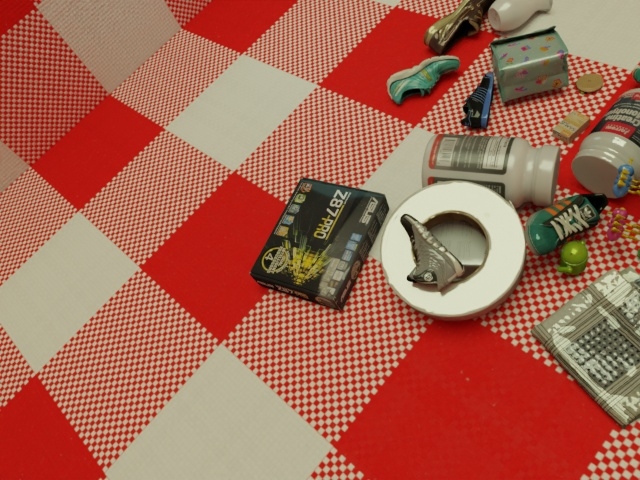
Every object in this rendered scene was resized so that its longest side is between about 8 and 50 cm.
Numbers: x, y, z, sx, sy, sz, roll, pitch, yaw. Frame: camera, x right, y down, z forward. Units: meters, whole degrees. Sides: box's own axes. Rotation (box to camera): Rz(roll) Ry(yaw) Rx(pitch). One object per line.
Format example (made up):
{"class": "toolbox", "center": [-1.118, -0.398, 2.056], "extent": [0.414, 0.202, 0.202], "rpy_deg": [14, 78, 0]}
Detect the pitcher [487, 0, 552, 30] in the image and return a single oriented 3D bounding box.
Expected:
{"class": "pitcher", "center": [0.713, -0.870, 2.068], "extent": [0.207, 0.125, 0.178], "rpy_deg": [-26, 60, -6]}

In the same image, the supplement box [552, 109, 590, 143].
{"class": "supplement box", "center": [0.783, -0.354, 1.755], "extent": [0.098, 0.036, 0.062], "rpy_deg": [-42, 52, -8]}

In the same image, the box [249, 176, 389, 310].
{"class": "box", "center": [0.000, 0.000, 1.795], "extent": [0.318, 0.097, 0.395], "rpy_deg": [16, 65, 26]}

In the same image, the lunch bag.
{"class": "lunch bag", "center": [0.694, -0.614, 1.890], "extent": [0.223, 0.160, 0.262], "rpy_deg": [-10, 46, 16]}

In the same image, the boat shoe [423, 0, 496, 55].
{"class": "boat shoe", "center": [0.555, -0.819, 2.112], "extent": [0.342, 0.123, 0.123], "rpy_deg": [-35, 65, -3]}

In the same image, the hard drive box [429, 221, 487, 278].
{"class": "hard drive box", "center": [0.394, 0.014, 1.633], "extent": [0.232, 0.089, 0.181], "rpy_deg": [1, 59, 23]}

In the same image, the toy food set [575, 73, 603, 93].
{"class": "toy food set", "center": [0.877, -0.513, 1.833], "extent": [0.082, 0.020, 0.083], "rpy_deg": [-6, 57, 18]}

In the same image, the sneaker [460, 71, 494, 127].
{"class": "sneaker", "center": [0.536, -0.481, 1.909], "extent": [0.090, 0.081, 0.232], "rpy_deg": [7, 61, 20]}

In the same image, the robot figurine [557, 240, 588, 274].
{"class": "robot figurine", "center": [0.669, 0.046, 1.485], "extent": [0.067, 0.115, 0.101], "rpy_deg": [25, 71, 32]}

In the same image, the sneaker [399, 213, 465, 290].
{"class": "sneaker", "center": [0.258, 0.040, 1.482], "extent": [0.132, 0.086, 0.229], "rpy_deg": [-44, 63, 5]}

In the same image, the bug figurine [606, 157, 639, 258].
{"class": "bug figurine", "center": [0.835, -0.071, 1.460], "extent": [0.216, 0.279, 0.072], "rpy_deg": [-66, 19, -6]}

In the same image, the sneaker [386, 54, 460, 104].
{"class": "sneaker", "center": [0.381, -0.580, 2.045], "extent": [0.275, 0.107, 0.110], "rpy_deg": [-23, 72, 12]}

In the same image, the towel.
{"class": "towel", "center": [0.744, 0.239, 1.367], "extent": [0.324, 0.056, 0.312], "rpy_deg": [-34, 52, -3]}

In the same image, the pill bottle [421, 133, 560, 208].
{"class": "pill bottle", "center": [0.500, -0.202, 1.658], "extent": [0.363, 0.210, 0.210], "rpy_deg": [9, 62, 26]}

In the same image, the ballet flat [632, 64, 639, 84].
{"class": "ballet flat", "center": [1.090, -0.517, 1.727], "extent": [0.241, 0.091, 0.077], "rpy_deg": [4, 30, 19]}

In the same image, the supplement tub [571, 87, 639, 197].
{"class": "supplement tub", "center": [0.856, -0.272, 1.574], "extent": [0.191, 0.191, 0.272], "rpy_deg": [34, 75, 35]}

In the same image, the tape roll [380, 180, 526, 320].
{"class": "tape roll", "center": [0.358, 0.024, 1.533], "extent": [0.392, 0.072, 0.392], "rpy_deg": [-7, 69, 19]}

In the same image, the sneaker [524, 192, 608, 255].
{"class": "sneaker", "center": [0.651, -0.058, 1.481], "extent": [0.302, 0.108, 0.121], "rpy_deg": [-31, 3, -36]}
